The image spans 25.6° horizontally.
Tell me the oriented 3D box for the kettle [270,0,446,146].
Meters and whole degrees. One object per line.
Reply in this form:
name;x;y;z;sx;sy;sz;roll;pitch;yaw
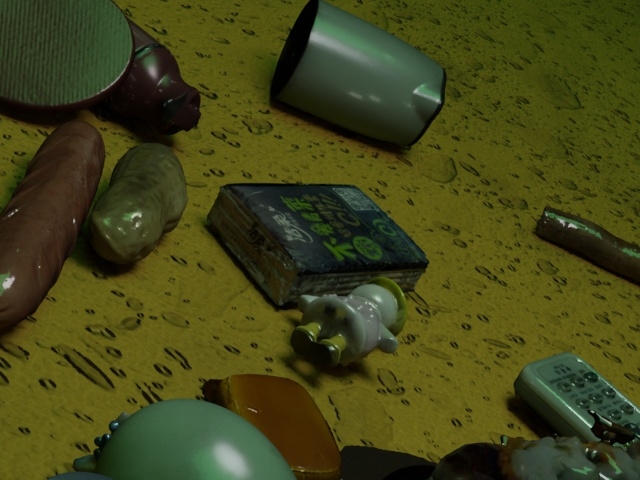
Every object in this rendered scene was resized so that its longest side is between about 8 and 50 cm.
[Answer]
kettle;0.058;-0.244;2.126;0.236;0.161;0.221;21;-3;-14

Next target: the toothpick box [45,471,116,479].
toothpick box;-0.187;0.255;1.014;0.101;0.153;0.101;22;28;-13

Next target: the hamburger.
hamburger;-0.058;0.196;1.309;0.137;0.087;0.166;13;29;-25

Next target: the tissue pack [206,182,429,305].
tissue pack;0.000;0.000;1.717;0.235;0.073;0.173;-4;41;-45

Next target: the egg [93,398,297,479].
egg;-0.089;0.235;1.110;0.168;0.168;0.231;-19;79;-55

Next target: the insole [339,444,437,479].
insole;0.162;0.276;1.461;0.328;0.007;0.111;17;30;-19

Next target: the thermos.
thermos;-0.281;-0.239;1.855;0.330;0.136;0.109;39;62;21

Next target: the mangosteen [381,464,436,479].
mangosteen;0.093;0.269;1.302;0.140;0.140;0.140;22;28;-12

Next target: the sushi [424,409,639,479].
sushi;0.208;0.346;1.146;0.417;0.176;0.417;19;51;-25

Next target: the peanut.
peanut;-0.204;-0.044;1.586;0.099;0.099;0.214;27;25;-2

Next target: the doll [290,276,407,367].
doll;0.038;0.090;1.590;0.129;0.081;0.207;25;21;22

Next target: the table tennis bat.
table tennis bat;-0.383;-0.249;1.732;0.310;0.038;0.200;3;63;-10

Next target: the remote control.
remote control;0.368;0.258;1.618;0.335;0.065;0.128;43;29;27

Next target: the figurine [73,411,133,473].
figurine;-0.151;0.187;1.237;0.114;0.114;0.079;-7;69;-48

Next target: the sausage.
sausage;-0.293;-0.021;1.473;0.088;0.088;0.433;24;27;-7

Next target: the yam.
yam;0.434;0.015;2.117;0.241;0.057;0.057;25;27;-6
